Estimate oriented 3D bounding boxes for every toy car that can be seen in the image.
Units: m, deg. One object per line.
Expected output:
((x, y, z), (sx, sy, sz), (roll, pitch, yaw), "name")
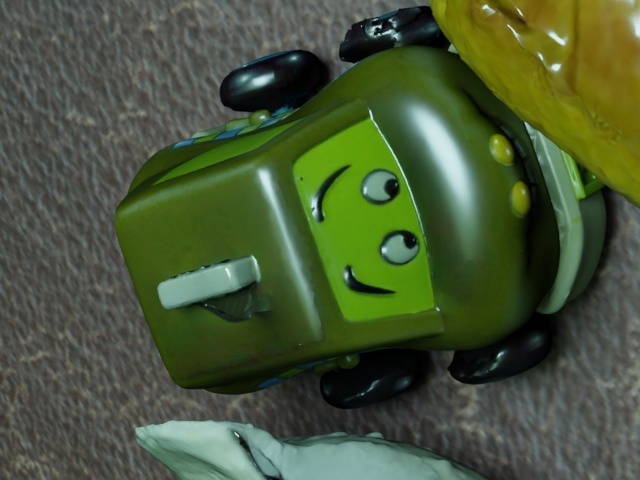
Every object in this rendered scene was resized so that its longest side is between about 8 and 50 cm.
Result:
((0.000, 0.000, 0.820), (0.248, 0.198, 0.204), (-16, 94, 33), "toy car")

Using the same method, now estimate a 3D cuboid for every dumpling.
((0.015, 0.177, 0.891), (0.227, 0.175, 0.243), (-11, 101, 62), "dumpling")

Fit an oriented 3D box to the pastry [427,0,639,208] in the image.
((0.192, -0.086, 0.610), (0.356, 0.356, 0.164), (36, 113, 18), "pastry")
